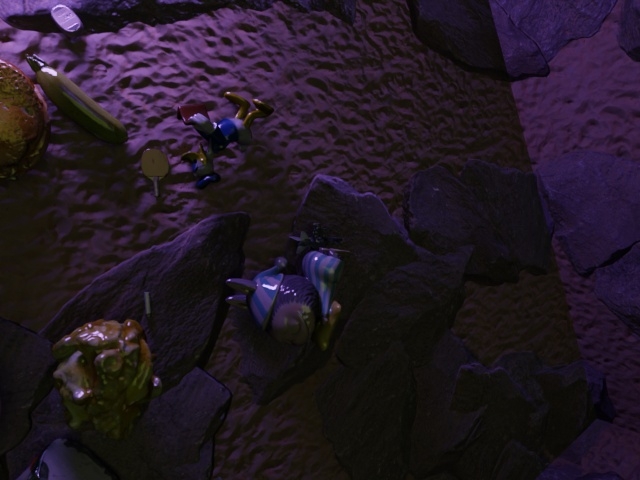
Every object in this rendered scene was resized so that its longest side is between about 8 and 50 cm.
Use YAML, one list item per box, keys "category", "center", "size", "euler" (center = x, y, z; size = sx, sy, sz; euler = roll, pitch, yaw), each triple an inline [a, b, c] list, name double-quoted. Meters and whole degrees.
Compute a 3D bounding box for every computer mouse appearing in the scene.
- category: "computer mouse"
  center: [-0.746, -0.643, 1.306]
  size: [0.066, 0.039, 0.096]
  euler: [-44, 101, -20]

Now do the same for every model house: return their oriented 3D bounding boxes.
- category: "model house"
  center: [-0.776, 0.763, 1.249]
  size: [0.301, 0.190, 0.271]
  euler: [-41, 112, -5]

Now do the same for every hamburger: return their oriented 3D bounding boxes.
- category: "hamburger"
  center: [-0.880, -0.315, 1.166]
  size: [0.289, 0.170, 0.315]
  euler: [-2, 92, -24]

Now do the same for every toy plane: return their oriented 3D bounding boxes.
- category: "toy plane"
  center: [0.002, 0.007, 1.672]
  size: [0.234, 0.082, 0.160]
  euler: [2, 116, -26]

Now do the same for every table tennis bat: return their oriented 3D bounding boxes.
- category: "table tennis bat"
  center: [-0.534, -0.219, 1.434]
  size: [0.087, 0.013, 0.157]
  euler: [-5, 91, -29]

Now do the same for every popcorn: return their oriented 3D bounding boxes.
- category: "popcorn"
  center: [-0.610, 0.381, 1.250]
  size: [0.279, 0.274, 0.336]
  euler: [26, 120, 11]

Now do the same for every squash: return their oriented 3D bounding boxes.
- category: "squash"
  center: [-0.719, -0.401, 1.296]
  size: [0.341, 0.094, 0.094]
  euler: [43, 72, -23]

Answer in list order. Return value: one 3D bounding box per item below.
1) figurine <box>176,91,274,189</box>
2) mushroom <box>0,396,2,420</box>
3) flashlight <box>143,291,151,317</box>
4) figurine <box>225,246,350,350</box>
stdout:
- category: "figurine"
  center: [-0.341, -0.327, 1.438]
  size: [0.283, 0.204, 0.339]
  euler: [16, 96, -52]
- category: "mushroom"
  center: [-0.979, 0.439, 1.051]
  size: [0.362, 0.294, 0.363]
  euler: [1, 88, -27]
- category: "flashlight"
  center: [-0.554, 0.207, 1.421]
  size: [0.018, 0.018, 0.083]
  euler: [-5, 93, -29]
- category: "figurine"
  center: [-0.125, 0.162, 1.503]
  size: [0.377, 0.266, 0.362]
  euler: [17, 83, -25]
